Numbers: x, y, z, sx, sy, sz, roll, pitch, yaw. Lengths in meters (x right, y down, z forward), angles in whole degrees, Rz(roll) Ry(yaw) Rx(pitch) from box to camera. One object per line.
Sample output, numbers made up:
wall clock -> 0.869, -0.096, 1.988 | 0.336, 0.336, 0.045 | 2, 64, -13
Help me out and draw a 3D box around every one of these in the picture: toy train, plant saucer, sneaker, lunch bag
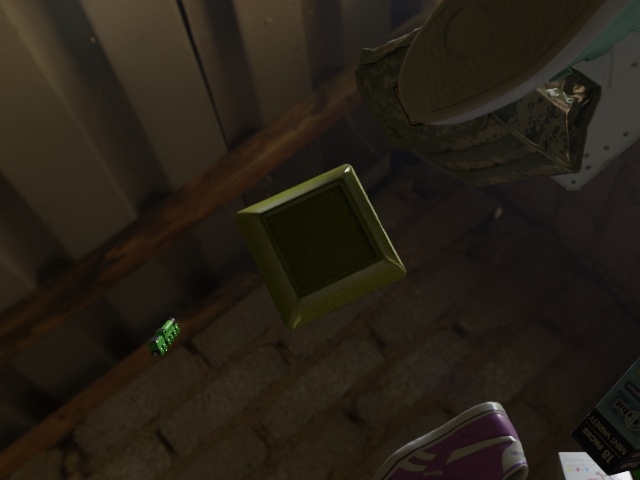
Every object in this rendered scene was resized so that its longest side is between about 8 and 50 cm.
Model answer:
toy train -> -0.194, 0.119, 0.920 | 0.017, 0.024, 0.083 | -12, 15, 9
plant saucer -> 0.000, 0.000, 1.025 | 0.188, 0.188, 0.045 | -25, -14, -9
sneaker -> 0.202, 0.396, 1.188 | 0.282, 0.161, 0.102 | -41, -49, 20
sneaker -> 0.185, -0.146, 0.511 | 0.255, 0.094, 0.151 | -34, -28, 25
lunch bag -> 0.209, -0.201, 1.058 | 0.287, 0.235, 0.169 | 27, -105, -26

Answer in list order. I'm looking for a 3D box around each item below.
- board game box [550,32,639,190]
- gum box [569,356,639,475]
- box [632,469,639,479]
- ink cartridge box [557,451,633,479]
board game box -> 0.481, -0.326, 1.381 | 0.390, 0.050, 0.390 | 31, -57, -20
gum box -> 0.279, 0.081, 0.514 | 0.156, 0.041, 0.184 | 9, -59, -44
box -> 0.562, 0.357, 1.082 | 0.126, 0.262, 0.231 | -35, -27, 21
ink cartridge box -> 0.529, 0.508, 1.408 | 0.176, 0.128, 0.128 | -73, -21, -66
